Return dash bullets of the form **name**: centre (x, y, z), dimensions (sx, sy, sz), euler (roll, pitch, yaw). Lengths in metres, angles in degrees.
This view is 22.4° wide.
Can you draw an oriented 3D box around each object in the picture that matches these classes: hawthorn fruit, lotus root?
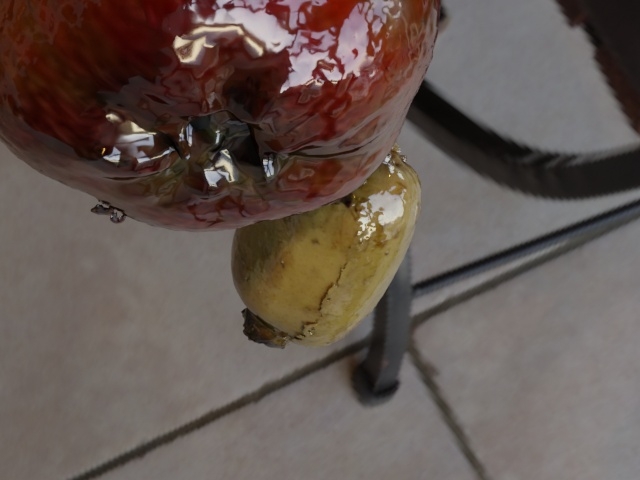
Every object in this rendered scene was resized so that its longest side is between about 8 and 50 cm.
- **hawthorn fruit**: centre (-0.059, -0.182, 0.991), dimensions (0.285, 0.285, 0.369), euler (18, 54, -8)
- **lotus root**: centre (0.000, 0.000, 1.516), dimensions (0.146, 0.284, 0.160), euler (8, 43, -26)
